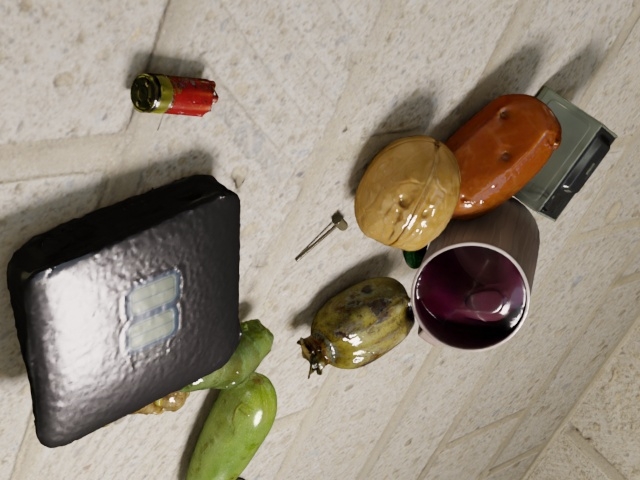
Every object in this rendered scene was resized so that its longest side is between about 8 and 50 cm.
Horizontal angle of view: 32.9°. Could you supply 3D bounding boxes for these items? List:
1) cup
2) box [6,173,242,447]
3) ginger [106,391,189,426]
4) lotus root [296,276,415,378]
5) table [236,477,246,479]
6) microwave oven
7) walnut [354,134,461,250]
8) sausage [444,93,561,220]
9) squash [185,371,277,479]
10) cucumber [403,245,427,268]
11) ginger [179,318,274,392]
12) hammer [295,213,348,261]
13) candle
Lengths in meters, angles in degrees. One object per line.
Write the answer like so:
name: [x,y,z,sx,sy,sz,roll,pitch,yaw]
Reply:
cup: [0.292,0.077,2.016,0.273,0.208,0.288,-59,156,-59]
box: [-0.265,0.101,1.537,0.359,0.091,0.350,-24,134,-32]
ginger: [-0.281,0.261,1.812,0.193,0.052,0.176,-43,146,-5]
lotus root: [0.056,0.167,2.026,0.278,0.154,0.154,-32,149,-25]
table: [-0.172,0.697,2.311,0.317,0.249,0.317,-31,149,-22]
microwave oven: [0.439,-0.161,2.060,0.205,0.163,0.129,-54,152,12]
walnut: [0.147,-0.079,1.799,0.165,0.165,0.197,-4,137,-49]
sausage: [0.298,-0.145,1.908,0.268,0.153,0.141,-42,172,1]
squash: [-0.179,0.391,2.047,0.118,0.118,0.370,-11,139,-44]
cucumber: [0.175,-0.023,2.020,0.056,0.056,0.284,-37,153,-13]
ginger: [-0.194,0.182,1.768,0.290,0.089,0.137,14,78,-42]
hammer: [0.000,0.000,1.863,0.110,0.019,0.035,-43,151,2]
candle: [-0.177,-0.183,1.370,0.130,0.052,0.052,-5,133,-50]
